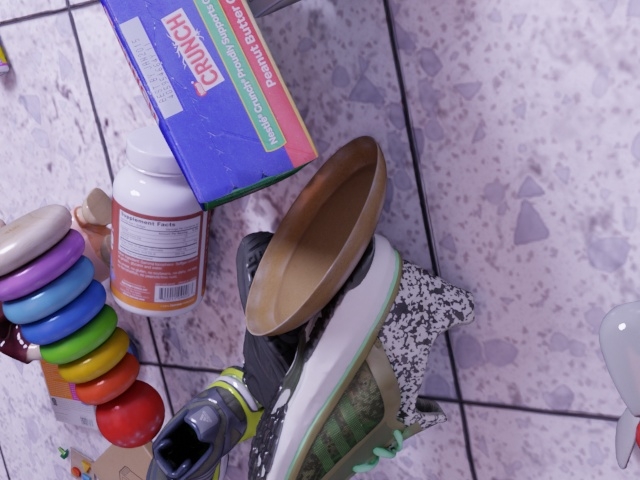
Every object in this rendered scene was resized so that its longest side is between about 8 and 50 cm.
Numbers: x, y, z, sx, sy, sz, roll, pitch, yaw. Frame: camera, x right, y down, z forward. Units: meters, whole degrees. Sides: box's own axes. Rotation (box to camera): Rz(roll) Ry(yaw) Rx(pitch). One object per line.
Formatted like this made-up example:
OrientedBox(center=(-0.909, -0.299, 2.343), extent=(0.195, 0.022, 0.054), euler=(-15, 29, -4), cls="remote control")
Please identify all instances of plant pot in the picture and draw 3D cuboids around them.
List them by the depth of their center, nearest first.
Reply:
OrientedBox(center=(0.000, 0.000, 1.086), extent=(0.032, 0.236, 0.236), euler=(31, 136, -18), cls="plant pot")

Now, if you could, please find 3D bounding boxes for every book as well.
OrientedBox(center=(-0.381, 0.216, 1.613), extent=(0.096, 0.035, 0.144), euler=(5, 112, 36), cls="book")

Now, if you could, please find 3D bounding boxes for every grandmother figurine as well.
OrientedBox(center=(-0.413, 0.074, 1.442), extent=(0.342, 0.104, 0.208), euler=(-28, 75, 16), cls="grandmother figurine")

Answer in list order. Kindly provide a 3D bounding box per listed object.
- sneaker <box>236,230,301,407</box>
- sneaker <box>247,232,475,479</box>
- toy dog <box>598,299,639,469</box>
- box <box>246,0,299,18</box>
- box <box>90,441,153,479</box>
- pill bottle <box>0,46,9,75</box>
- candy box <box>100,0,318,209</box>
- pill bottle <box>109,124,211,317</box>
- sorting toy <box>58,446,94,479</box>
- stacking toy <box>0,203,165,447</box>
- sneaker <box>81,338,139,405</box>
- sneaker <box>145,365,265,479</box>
OrientedBox(center=(-0.051, 0.130, 1.246), extent=(0.130, 0.109, 0.286), euler=(-8, 101, 49), cls="sneaker")
OrientedBox(center=(0.041, 0.194, 1.110), extent=(0.182, 0.158, 0.410), euler=(19, 109, -9), cls="sneaker")
OrientedBox(center=(0.348, 0.222, 0.938), extent=(0.220, 0.161, 0.333), euler=(10, 99, 41), cls="toy dog")
OrientedBox(center=(-0.063, -0.386, 0.992), extent=(0.148, 0.121, 0.311), euler=(-20, 101, 46), cls="box")
OrientedBox(center=(-0.258, 0.391, 1.589), extent=(0.201, 0.021, 0.164), euler=(53, 133, 9), cls="box")
OrientedBox(center=(-0.470, -0.270, 1.471), extent=(0.043, 0.043, 0.083), euler=(-15, 98, 43), cls="pill bottle")
OrientedBox(center=(-0.121, -0.170, 1.045), extent=(0.317, 0.122, 0.268), euler=(-162, 48, -85), cls="candy box")
OrientedBox(center=(-0.194, -0.025, 1.286), extent=(0.121, 0.121, 0.216), euler=(26, 123, 30), cls="pill bottle")
OrientedBox(center=(-0.394, 0.364, 1.700), extent=(0.083, 0.012, 0.062), euler=(20, 120, 33), cls="sorting toy")
OrientedBox(center=(-0.299, 0.124, 1.328), extent=(0.141, 0.141, 0.330), euler=(-12, 114, 43), cls="stacking toy")
OrientedBox(center=(-0.305, 0.191, 1.517), extent=(0.053, 0.059, 0.144), euler=(45, 130, 20), cls="sneaker")
OrientedBox(center=(-0.181, 0.281, 1.406), extent=(0.111, 0.121, 0.300), euler=(46, 131, 16), cls="sneaker")
